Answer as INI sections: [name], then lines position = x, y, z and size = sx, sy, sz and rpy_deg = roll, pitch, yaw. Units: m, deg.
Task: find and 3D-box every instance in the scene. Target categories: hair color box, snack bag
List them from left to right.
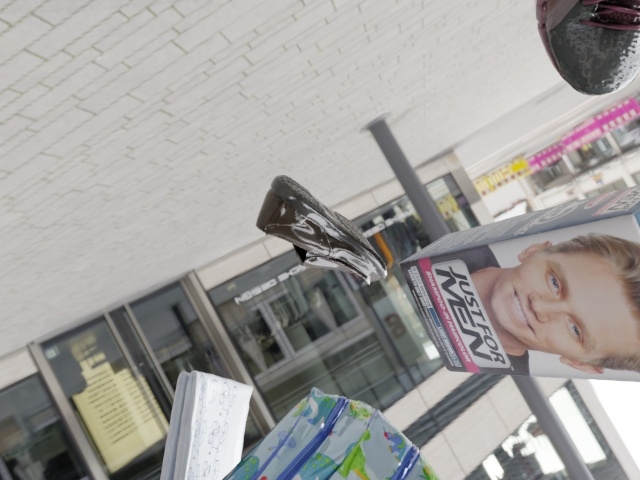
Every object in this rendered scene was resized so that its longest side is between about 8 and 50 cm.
[snack bag]
position = -0.158, 0.353, 0.764
size = 0.037, 0.342, 0.323
rpy_deg = 6, 162, 7
[hair color box]
position = 0.259, 0.060, 0.673
size = 0.105, 0.174, 0.347
rpy_deg = -28, -176, -30

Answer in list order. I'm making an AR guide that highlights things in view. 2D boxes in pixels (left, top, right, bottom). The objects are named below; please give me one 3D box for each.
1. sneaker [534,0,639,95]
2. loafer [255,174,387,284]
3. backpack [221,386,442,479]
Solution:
[sneaker]
position = 0.215, -0.204, 0.416
size = 0.106, 0.281, 0.162
rpy_deg = -2, -138, 18
[loafer]
position = 0.000, 0.000, 0.746
size = 0.078, 0.220, 0.080
rpy_deg = -46, -145, 10
[backpack]
position = -0.030, 0.322, 0.563
size = 0.355, 0.273, 0.290
rpy_deg = -29, 154, -16
